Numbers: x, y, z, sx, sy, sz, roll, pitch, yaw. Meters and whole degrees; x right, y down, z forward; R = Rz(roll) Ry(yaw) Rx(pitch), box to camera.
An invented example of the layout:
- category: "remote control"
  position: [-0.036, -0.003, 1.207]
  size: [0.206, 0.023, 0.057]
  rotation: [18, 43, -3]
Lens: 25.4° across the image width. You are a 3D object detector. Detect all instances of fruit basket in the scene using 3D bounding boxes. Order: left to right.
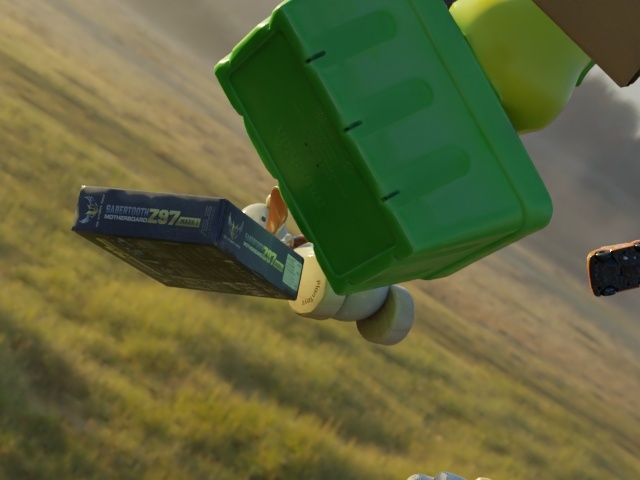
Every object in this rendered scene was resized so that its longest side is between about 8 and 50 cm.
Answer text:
- category: "fruit basket"
  position: [0.127, -0.159, 1.560]
  size: [0.392, 0.392, 0.283]
  rotation: [31, -31, -17]

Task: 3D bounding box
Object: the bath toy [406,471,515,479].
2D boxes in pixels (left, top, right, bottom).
- category: "bath toy"
  position: [0.075, 0.281, 1.199]
  size: [0.129, 0.151, 0.348]
  rotation: [33, -22, -22]

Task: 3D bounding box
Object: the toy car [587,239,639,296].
- category: "toy car"
  position: [0.240, 0.050, 1.074]
  size: [0.122, 0.060, 0.040]
  rotation: [62, -5, -16]

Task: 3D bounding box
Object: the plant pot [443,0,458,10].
- category: "plant pot"
  position: [0.097, -0.445, 1.989]
  size: [0.236, 0.236, 0.212]
  rotation: [8, 9, 19]

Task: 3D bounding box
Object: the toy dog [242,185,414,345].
- category: "toy dog"
  position: [0.000, 0.000, 1.882]
  size: [0.333, 0.161, 0.220]
  rotation: [33, 9, 30]

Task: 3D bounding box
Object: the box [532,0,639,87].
- category: "box"
  position: [0.236, -0.254, 1.179]
  size: [0.201, 0.164, 0.021]
  rotation: [49, 32, 19]

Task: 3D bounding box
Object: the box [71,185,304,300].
- category: "box"
  position: [-0.145, 0.005, 1.614]
  size: [0.183, 0.059, 0.232]
  rotation: [5, -16, 24]
